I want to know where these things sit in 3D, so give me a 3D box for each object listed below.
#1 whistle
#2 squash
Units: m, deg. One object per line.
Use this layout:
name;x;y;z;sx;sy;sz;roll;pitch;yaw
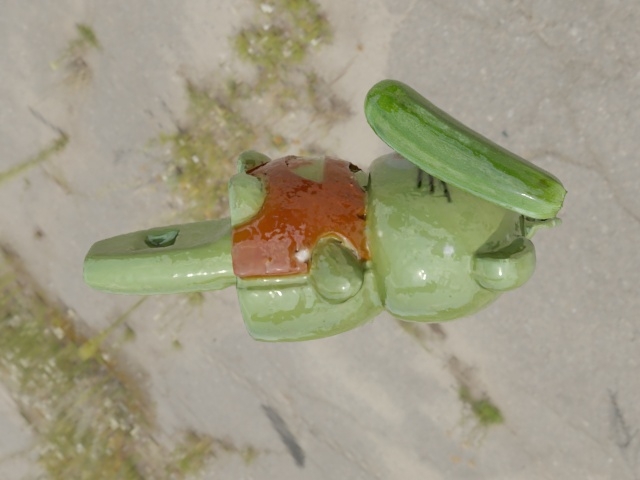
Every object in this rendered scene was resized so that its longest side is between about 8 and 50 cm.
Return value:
whistle;0.000;0.000;0.628;0.131;0.288;0.106;-83;-11;-67
squash;0.054;-0.034;0.404;0.089;0.027;0.027;34;152;17
